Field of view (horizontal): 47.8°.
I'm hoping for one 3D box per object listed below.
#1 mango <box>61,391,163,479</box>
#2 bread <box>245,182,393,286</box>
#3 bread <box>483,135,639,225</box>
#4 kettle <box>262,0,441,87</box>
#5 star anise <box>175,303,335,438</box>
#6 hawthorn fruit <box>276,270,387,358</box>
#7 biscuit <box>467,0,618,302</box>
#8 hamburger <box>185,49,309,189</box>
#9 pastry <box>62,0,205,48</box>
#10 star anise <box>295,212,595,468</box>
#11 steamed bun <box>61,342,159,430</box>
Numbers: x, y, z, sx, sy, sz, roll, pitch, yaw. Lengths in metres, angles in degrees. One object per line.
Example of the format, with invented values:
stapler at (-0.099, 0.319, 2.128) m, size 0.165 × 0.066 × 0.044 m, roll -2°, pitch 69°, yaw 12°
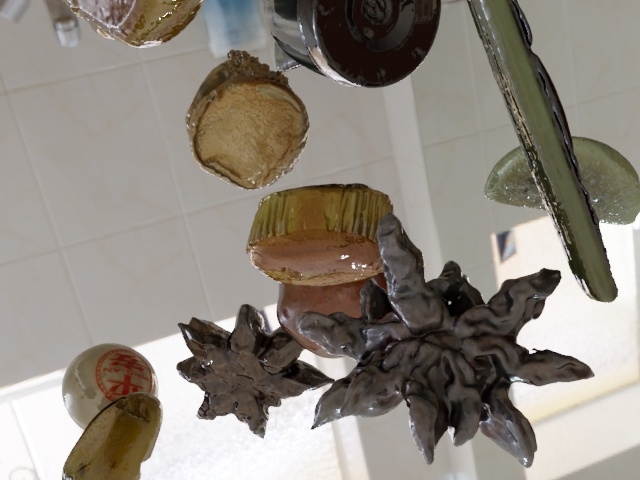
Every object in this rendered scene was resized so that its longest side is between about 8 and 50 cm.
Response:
mango at (-0.409, 0.420, 1.456) m, size 0.130 × 0.167 × 0.261 m, roll 12°, pitch -121°, yaw 29°
bread at (0.000, 0.000, 0.963) m, size 0.191 × 0.132 × 0.114 m, roll -1°, pitch -121°, yaw 16°
bread at (0.307, -0.077, 0.892) m, size 0.193 × 0.112 × 0.036 m, roll 12°, pitch -135°, yaw 8°
kettle at (0.007, -0.354, 1.032) m, size 0.207 × 0.250 × 0.271 m, roll -25°, pitch -153°, yaw -23°
star anise at (-0.131, 0.253, 1.364) m, size 0.316 × 0.315 × 0.108 m, roll -8°, pitch -159°, yaw 12°
hawthorn fruit at (0.049, 0.073, 1.157) m, size 0.251 × 0.199 × 0.199 m, roll -30°, pitch -173°, yaw 32°
biscuit at (0.184, -0.092, 0.609) m, size 0.038 × 0.322 × 0.099 m, roll -23°, pitch -162°, yaw 13°
hamburger at (-0.151, -0.236, 1.459) m, size 0.243 × 0.285 × 0.146 m, roll -17°, pitch -155°, yaw -9°
pastry at (-0.291, -0.470, 1.086) m, size 0.356 × 0.355 × 0.164 m, roll 3°, pitch -157°, yaw 38°
star anise at (0.110, 0.103, 0.669) m, size 0.283 × 0.212 × 0.129 m, roll 15°, pitch 160°, yaw 7°
steamed bun at (-0.493, 0.347, 1.729) m, size 0.232 × 0.232 × 0.145 m, roll -33°, pitch 169°, yaw -46°
